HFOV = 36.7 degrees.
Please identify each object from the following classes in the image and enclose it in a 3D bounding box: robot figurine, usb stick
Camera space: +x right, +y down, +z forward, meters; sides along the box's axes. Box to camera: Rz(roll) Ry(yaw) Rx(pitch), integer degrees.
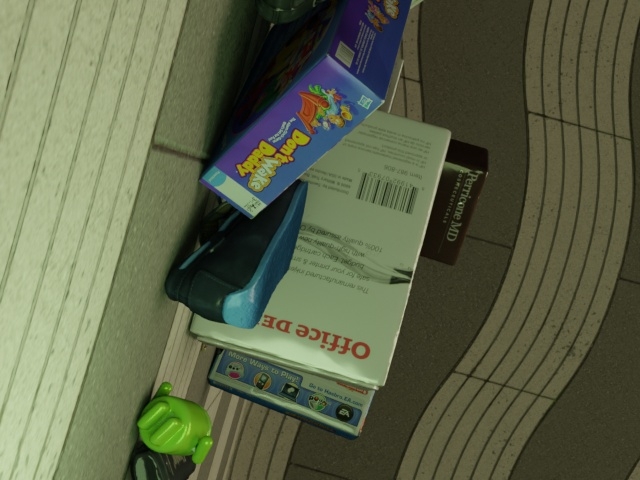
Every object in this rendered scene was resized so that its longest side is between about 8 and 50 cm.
[{"bbox_3d":[-0.172,0.221,1.150,0.067,0.101,0.115,-45,157,0],"label":"robot figurine"},{"bbox_3d":[-0.203,0.293,1.268,0.278,0.045,0.077,90,-13,-83],"label":"usb stick"}]

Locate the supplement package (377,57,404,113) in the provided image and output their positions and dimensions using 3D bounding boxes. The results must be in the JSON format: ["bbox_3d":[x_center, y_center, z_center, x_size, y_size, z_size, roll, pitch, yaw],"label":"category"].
[{"bbox_3d":[0.031,-0.236,1.909,0.198,0.199,0.262,81,25,-87],"label":"supplement package"}]

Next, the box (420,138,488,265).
[{"bbox_3d":[0.086,-0.111,1.703,0.143,0.382,0.191,-71,177,-66],"label":"box"}]

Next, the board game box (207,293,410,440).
[{"bbox_3d":[-0.021,0.192,1.892,0.086,0.308,0.301,106,6,-71],"label":"board game box"}]

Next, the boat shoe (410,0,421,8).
[{"bbox_3d":[0.062,-0.312,1.338,0.277,0.098,0.096,-25,-131,32],"label":"boat shoe"}]

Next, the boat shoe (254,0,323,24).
[{"bbox_3d":[0.008,-0.352,1.074,0.113,0.127,0.340,106,2,-47],"label":"boat shoe"}]

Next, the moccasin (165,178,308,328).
[{"bbox_3d":[-0.093,-0.012,1.174,0.342,0.117,0.137,-60,162,-70],"label":"moccasin"}]

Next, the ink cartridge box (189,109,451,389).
[{"bbox_3d":[0.000,0.000,1.442,0.166,0.286,0.394,103,3,-78],"label":"ink cartridge box"}]

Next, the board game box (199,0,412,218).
[{"bbox_3d":[-0.002,-0.215,1.144,0.233,0.078,0.347,-38,-157,38],"label":"board game box"}]

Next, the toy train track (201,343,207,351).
[{"bbox_3d":[-0.178,0.143,1.579,0.048,0.014,0.083,-68,173,-82],"label":"toy train track"}]

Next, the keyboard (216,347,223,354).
[{"bbox_3d":[-0.158,0.091,1.608,0.100,0.038,0.192,-50,155,-53],"label":"keyboard"}]
